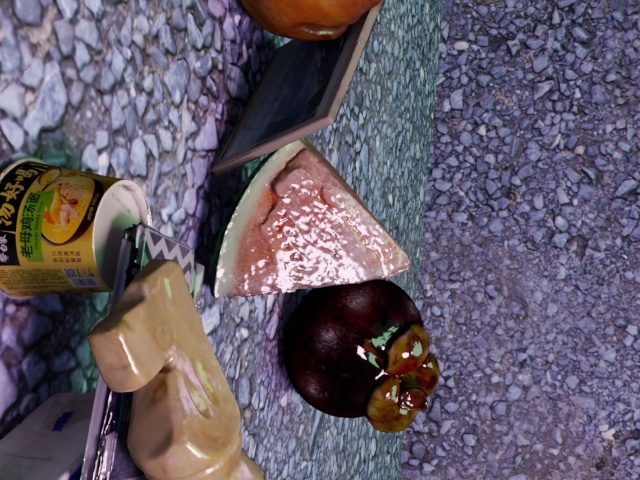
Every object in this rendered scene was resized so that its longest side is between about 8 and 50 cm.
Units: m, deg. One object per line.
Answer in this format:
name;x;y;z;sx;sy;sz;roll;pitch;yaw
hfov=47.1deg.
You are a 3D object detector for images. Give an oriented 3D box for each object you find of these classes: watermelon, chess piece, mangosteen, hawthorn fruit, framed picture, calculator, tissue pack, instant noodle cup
watermelon;-0.027;-0.017;1.201;0.283;0.292;0.250;-66;-159;8
chess piece;-0.135;0.171;0.717;0.137;0.137;0.301;-49;129;-60
mangosteen;0.091;0.227;1.453;0.307;0.347;0.307;-34;145;-29
hawthorn fruit;-0.036;-0.460;1.120;0.298;0.277;0.277;46;44;-27
framed picture;-0.031;-0.255;1.179;0.022;0.247;0.335;46;46;-29
calculator;-0.181;0.128;0.773;0.166;0.028;0.274;41;54;-71
tissue pack;-0.265;0.324;0.783;0.209;0.137;0.270;-55;140;-59
instant noodle cup;-0.253;-0.007;0.756;0.151;0.122;0.151;6;90;-75
